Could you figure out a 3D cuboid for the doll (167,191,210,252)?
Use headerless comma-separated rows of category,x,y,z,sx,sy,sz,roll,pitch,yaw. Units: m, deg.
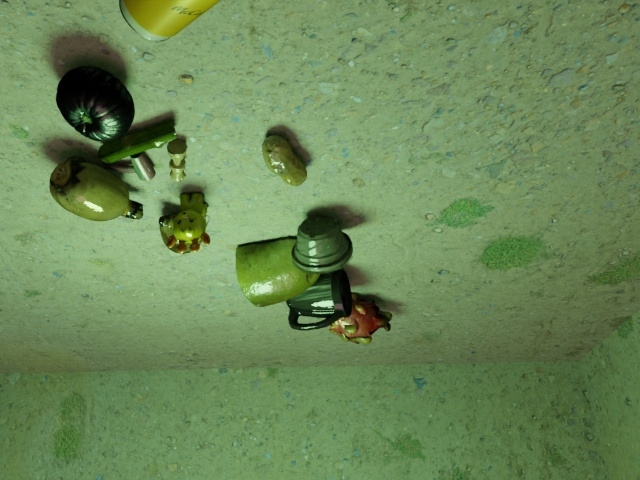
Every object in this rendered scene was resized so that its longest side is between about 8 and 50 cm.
doll,-0.435,-0.052,1.875,0.143,0.220,0.135,-5,146,0

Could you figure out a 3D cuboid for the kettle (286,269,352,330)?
kettle,-0.016,0.262,2.400,0.271,0.250,0.207,-7,166,15

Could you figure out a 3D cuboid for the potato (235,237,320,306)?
potato,-0.130,0.138,2.218,0.280,0.212,0.330,-19,147,28

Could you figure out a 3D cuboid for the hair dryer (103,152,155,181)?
hair dryer,-0.600,-0.229,1.736,0.154,0.054,0.106,-3,146,11

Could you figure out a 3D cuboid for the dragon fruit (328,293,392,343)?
dragon fruit,0.185,0.366,2.642,0.307,0.243,0.227,-23,146,-47

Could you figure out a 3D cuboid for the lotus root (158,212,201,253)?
lotus root,-0.502,-0.031,2.000,0.139,0.138,0.214,-7,149,10

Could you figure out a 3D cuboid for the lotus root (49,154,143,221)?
lotus root,-0.693,-0.139,1.765,0.183,0.182,0.310,-17,153,26

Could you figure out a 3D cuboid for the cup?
cup,-0.278,-0.521,1.111,0.196,0.196,0.280,25,148,-37

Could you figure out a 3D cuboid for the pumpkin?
pumpkin,-0.572,-0.349,1.436,0.202,0.140,0.202,10,144,8

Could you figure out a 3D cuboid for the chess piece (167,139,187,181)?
chess piece,-0.437,-0.236,1.720,0.060,0.060,0.172,5,152,-10

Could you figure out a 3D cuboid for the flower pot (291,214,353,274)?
flower pot,0.000,0.000,2.009,0.236,0.235,0.140,-4,128,6

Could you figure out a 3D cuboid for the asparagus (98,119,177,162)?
asparagus,-0.522,-0.286,1.627,0.278,0.060,0.067,-12,129,19

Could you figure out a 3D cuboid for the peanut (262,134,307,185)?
peanut,-0.109,-0.236,1.700,0.100,0.099,0.214,-14,153,21
